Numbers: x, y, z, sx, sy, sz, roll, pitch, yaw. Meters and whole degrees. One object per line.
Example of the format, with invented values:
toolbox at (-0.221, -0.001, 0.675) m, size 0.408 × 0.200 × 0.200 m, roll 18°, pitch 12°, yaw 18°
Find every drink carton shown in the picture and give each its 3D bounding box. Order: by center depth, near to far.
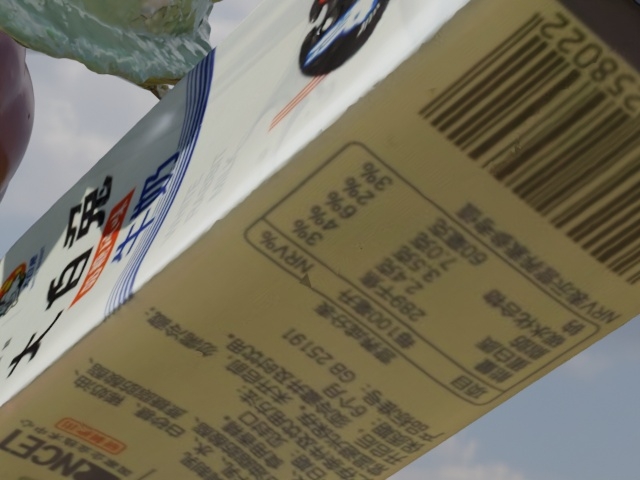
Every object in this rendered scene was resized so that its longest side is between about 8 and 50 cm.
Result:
drink carton at (0.000, 0.000, 0.510) m, size 0.106 × 0.131 × 0.315 m, roll 37°, pitch -52°, yaw -18°

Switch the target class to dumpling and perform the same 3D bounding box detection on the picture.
dumpling at (-0.109, -0.146, 0.662) m, size 0.216 × 0.105 × 0.149 m, roll 43°, pitch 4°, yaw -27°

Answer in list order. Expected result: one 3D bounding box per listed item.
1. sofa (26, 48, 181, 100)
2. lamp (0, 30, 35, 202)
sofa at (-0.212, -0.227, 1.297) m, size 0.258 × 0.200 × 0.182 m, roll 10°, pitch -9°, yaw 2°
lamp at (-0.241, -0.088, 0.805) m, size 0.226 × 0.227 × 0.227 m, roll 7°, pitch -17°, yaw 2°
